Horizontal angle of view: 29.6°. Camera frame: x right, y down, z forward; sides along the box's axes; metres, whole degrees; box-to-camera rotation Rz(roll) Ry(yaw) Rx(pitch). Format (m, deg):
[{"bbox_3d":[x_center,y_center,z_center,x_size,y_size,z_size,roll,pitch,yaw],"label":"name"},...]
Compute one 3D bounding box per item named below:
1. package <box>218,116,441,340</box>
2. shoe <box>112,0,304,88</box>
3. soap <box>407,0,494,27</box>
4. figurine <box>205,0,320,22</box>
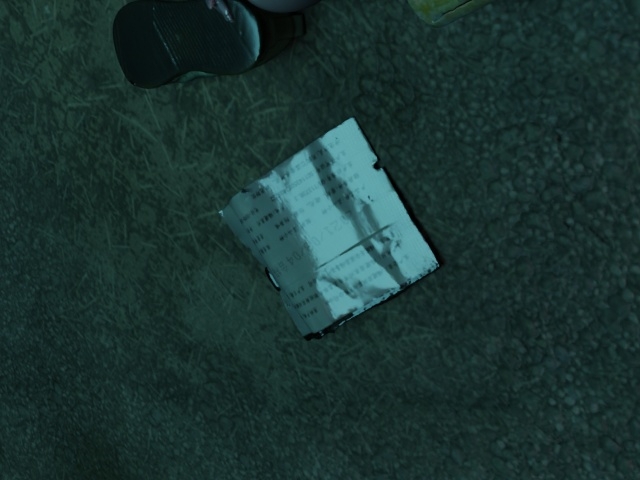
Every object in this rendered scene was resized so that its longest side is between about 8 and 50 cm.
[{"bbox_3d":[0.000,0.000,1.416,0.251,0.062,0.204,-33,89,43],"label":"package"},{"bbox_3d":[-0.137,-0.231,1.390,0.275,0.098,0.103,6,109,43],"label":"shoe"},{"bbox_3d":[0.169,-0.371,0.990,0.335,0.156,0.293,-23,100,47],"label":"soap"},{"bbox_3d":[-0.082,-0.341,1.232,0.287,0.176,0.186,38,156,38],"label":"figurine"}]
